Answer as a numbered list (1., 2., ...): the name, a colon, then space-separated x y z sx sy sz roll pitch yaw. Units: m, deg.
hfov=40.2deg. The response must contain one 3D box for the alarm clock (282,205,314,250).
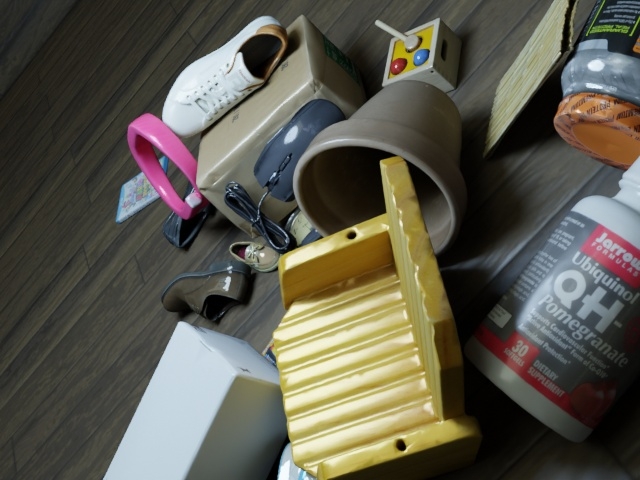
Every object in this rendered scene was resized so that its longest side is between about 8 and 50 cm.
1. alarm clock: 0.000 0.000 1.524 0.129 0.064 0.192 -37 38 24

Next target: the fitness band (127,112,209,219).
1. fitness band: -0.301 -0.141 1.721 0.054 0.209 0.291 -40 2 -17

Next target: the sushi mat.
1. sushi mat: 0.300 -0.245 1.258 0.316 0.019 0.151 112 174 -69

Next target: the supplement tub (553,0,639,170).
1. supplement tub: 0.437 -0.257 1.122 0.194 0.194 0.316 20 79 53

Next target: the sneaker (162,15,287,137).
1. sneaker: -0.177 -0.291 1.584 0.290 0.106 0.123 -44 24 9

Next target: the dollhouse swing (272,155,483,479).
1. dollhouse swing: 0.037 0.114 1.135 0.315 0.305 0.346 -21 57 14

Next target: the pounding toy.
1. pounding toy: 0.167 -0.331 1.554 0.130 0.100 0.141 -15 53 41

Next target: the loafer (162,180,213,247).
1. loafer: -0.256 -0.084 1.870 0.223 0.076 0.078 -57 42 7

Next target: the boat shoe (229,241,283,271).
1. boat shoe: -0.125 0.028 1.658 0.135 0.045 0.050 2 65 49

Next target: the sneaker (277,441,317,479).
1. sneaker: -0.012 0.386 1.234 0.092 0.087 0.228 -22 50 34

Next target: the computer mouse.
1. computer mouse: -0.034 -0.094 1.446 0.262 0.184 0.060 -43 -4 20

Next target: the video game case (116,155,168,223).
1. video game case: -0.437 -0.124 2.145 0.166 0.015 0.119 -29 45 32

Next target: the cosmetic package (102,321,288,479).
1. cosmetic package: -0.204 0.348 1.382 0.217 0.156 0.384 33 96 53

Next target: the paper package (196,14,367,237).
1. paper package: -0.070 -0.219 1.633 0.309 0.168 0.324 -40 27 19

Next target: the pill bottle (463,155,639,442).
1. pill bottle: 0.329 0.060 1.019 0.318 0.176 0.176 -53 37 5

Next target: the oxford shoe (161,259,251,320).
1. oxford shoe: -0.232 0.111 1.689 0.227 0.083 0.096 -21 54 39

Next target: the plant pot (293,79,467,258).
1. plant pot: 0.118 -0.125 1.369 0.263 0.263 0.229 -17 34 40

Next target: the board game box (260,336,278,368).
1. board game box: -0.013 0.167 1.428 0.170 0.048 0.141 -55 35 2
